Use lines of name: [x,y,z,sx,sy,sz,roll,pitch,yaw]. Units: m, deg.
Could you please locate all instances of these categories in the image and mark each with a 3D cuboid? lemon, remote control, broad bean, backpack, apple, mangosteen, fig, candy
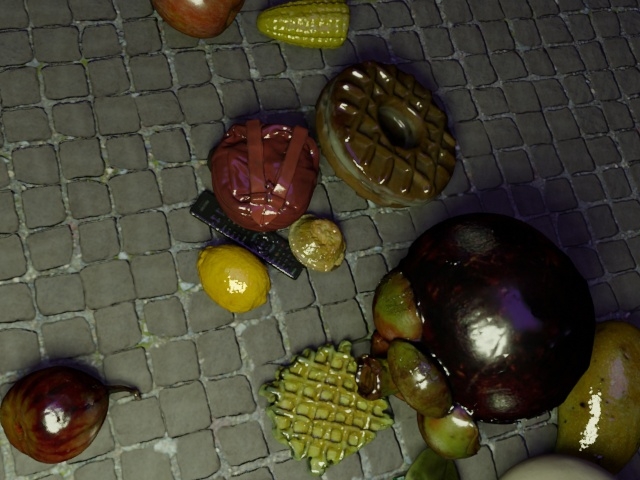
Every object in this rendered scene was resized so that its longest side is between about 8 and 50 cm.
lemon: [-0.159,0.066,1.319,0.155,0.114,0.114,40,65,8]
remote control: [-0.136,-0.009,1.399,0.245,0.025,0.063,33,64,-2]
broad bean: [0.190,0.460,1.286,0.207,0.072,0.153,-29,98,-38]
backpack: [-0.104,-0.119,1.383,0.229,0.139,0.229,8,64,-17]
apple: [-0.243,-0.503,1.455,0.174,0.188,0.188,36,65,-7]
mangosteen: [0.281,0.163,1.273,0.381,0.381,0.421,40,65,0]
fig: [-0.402,0.263,1.153,0.202,0.149,0.148,-32,101,-15]
candy: [-0.039,-0.463,1.555,0.199,0.094,0.106,-2,73,-10]

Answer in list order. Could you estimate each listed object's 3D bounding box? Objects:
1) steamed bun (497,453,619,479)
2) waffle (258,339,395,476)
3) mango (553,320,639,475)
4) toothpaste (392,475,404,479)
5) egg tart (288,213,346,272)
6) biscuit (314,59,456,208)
steamed bun: [0.415,0.501,1.262,0.309,0.309,0.309,5,70,-15]
waffle: [0.006,0.295,1.318,0.223,0.054,0.204,-28,81,-25]
mango: [0.557,0.315,1.418,0.176,0.175,0.329,0,63,31]
toothpaste: [0.152,0.470,1.317,0.017,0.020,0.083,-9,74,-21]
egg tart: [0.000,0.000,1.410,0.129,0.049,0.129,13,59,-23]
biscuit: [0.136,-0.215,1.475,0.332,0.103,0.332,17,58,-29]
